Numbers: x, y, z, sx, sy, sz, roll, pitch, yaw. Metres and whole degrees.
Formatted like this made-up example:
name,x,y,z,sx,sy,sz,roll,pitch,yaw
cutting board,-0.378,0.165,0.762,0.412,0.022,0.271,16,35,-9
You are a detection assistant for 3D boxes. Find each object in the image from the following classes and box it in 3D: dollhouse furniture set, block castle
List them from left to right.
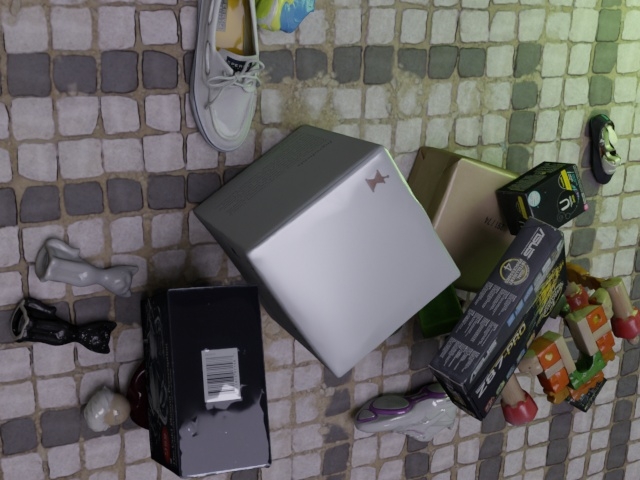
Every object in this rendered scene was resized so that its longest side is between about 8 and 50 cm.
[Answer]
name,x,y,z,sx,sy,sz,roll,pitch,yaw
dollhouse furniture set,0.180,0.203,1.867,0.302,0.151,0.197,-16,143,7
block castle,0.581,0.264,2.099,0.453,0.303,0.212,-34,112,-13

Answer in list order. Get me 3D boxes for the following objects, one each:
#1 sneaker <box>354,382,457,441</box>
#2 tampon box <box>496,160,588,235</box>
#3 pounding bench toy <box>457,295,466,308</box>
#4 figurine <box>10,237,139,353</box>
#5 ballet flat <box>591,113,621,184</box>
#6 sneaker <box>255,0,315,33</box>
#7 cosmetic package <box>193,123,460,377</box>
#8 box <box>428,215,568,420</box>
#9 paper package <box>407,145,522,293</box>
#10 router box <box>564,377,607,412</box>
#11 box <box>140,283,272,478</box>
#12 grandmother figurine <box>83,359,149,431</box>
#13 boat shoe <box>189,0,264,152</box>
name,x,y,z,sx,sy,sz,roll,pitch,yaw
sneaker,0.231,0.468,2.096,0.305,0.114,0.152,-8,108,-24
tampon box,0.509,-0.093,1.864,0.161,0.101,0.120,-31,111,-21
pounding bench toy,0.337,0.166,2.068,0.065,0.083,0.052,27,93,-30
figurine,-0.488,0.122,1.655,0.210,0.092,0.214,20,96,-38
ballet flat,0.759,-0.235,2.155,0.074,0.074,0.203,-23,116,-18
sneaker,-0.059,-0.535,1.657,0.126,0.091,0.240,17,95,-52
cosmetic package,0.000,0.000,1.658,0.327,0.394,0.329,-38,114,-10
box,0.404,0.180,1.793,0.394,0.097,0.318,-54,150,-11
paper package,0.359,-0.039,1.965,0.325,0.168,0.309,15,99,-30
router box,0.777,0.437,2.401,0.092,0.038,0.122,32,90,-31
box,-0.237,0.271,1.615,0.179,0.312,0.343,-2,83,-21
grandmother figurine,-0.345,0.337,1.782,0.343,0.104,0.207,-11,101,-26
boat shoe,-0.170,-0.348,1.607,0.136,0.156,0.366,-2,107,-25
